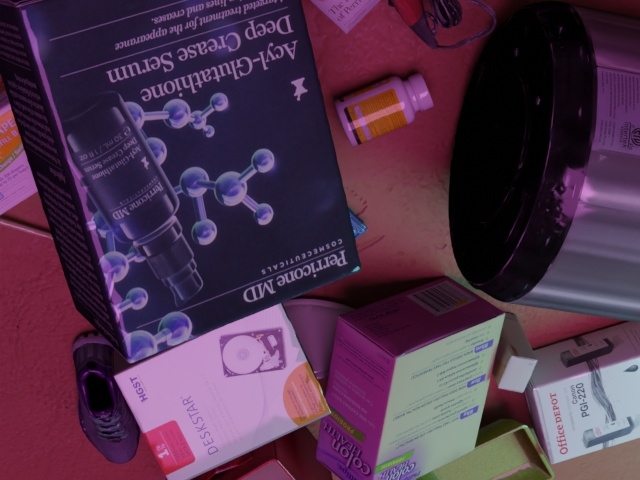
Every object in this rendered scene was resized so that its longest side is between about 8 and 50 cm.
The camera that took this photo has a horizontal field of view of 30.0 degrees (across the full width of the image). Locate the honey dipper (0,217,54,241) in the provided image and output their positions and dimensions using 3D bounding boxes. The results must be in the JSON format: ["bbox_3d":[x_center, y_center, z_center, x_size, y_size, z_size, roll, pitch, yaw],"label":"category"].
[{"bbox_3d":[-0.381,-0.014,1.561,0.160,0.030,0.030,17,116,-22],"label":"honey dipper"}]

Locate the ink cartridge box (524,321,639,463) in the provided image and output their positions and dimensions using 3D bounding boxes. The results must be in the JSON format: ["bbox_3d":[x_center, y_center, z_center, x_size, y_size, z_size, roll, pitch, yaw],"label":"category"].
[{"bbox_3d":[0.417,0.221,1.774,0.217,0.092,0.159,-17,120,3],"label":"ink cartridge box"}]

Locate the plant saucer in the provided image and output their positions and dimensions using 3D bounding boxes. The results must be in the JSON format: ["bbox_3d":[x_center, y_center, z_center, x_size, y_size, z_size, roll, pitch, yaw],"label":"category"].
[{"bbox_3d":[0.245,0.345,1.824,0.188,0.045,0.188,-26,138,7],"label":"plant saucer"}]

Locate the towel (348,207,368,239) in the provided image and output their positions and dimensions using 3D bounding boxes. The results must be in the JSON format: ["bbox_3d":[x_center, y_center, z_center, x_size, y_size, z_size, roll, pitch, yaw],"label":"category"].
[{"bbox_3d":[0.000,0.000,1.621,0.119,0.029,0.067,-40,117,15],"label":"towel"}]

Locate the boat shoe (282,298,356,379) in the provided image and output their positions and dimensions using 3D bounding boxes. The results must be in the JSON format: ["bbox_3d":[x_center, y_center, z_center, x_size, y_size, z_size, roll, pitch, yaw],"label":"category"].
[{"bbox_3d":[-0.080,0.158,1.682,0.319,0.116,0.099,-9,164,-11],"label":"boat shoe"}]

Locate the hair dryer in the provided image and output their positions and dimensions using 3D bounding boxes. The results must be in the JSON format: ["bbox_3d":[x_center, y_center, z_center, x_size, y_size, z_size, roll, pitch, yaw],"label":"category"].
[{"bbox_3d":[0.074,-0.311,1.354,0.293,0.080,0.224,0,121,-9],"label":"hair dryer"}]

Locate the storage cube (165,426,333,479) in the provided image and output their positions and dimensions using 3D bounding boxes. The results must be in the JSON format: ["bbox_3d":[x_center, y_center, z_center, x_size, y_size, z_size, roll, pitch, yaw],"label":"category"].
[{"bbox_3d":[-0.099,0.352,1.714,0.183,0.193,0.215,-31,120,10],"label":"storage cube"}]

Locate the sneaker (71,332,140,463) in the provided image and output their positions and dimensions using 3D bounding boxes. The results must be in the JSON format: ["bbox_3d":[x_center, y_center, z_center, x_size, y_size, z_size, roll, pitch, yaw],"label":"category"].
[{"bbox_3d":[-0.307,0.243,1.675,0.083,0.098,0.224,-11,120,-2],"label":"sneaker"}]

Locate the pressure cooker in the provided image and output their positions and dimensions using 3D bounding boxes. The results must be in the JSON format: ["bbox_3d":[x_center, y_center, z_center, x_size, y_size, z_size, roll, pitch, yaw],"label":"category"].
[{"bbox_3d":[0.399,-0.074,1.439,0.420,0.375,0.370,8,115,-12],"label":"pressure cooker"}]

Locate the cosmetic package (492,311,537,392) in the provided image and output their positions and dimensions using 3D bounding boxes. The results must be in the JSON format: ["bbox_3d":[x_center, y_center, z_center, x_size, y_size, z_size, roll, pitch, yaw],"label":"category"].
[{"bbox_3d":[0.266,0.157,1.700,0.041,0.115,0.060,11,117,-14],"label":"cosmetic package"}]

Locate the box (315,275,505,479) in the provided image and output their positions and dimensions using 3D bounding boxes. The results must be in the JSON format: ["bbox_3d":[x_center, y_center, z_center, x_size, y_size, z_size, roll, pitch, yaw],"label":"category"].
[{"bbox_3d":[0.122,0.201,1.650,0.213,0.117,0.243,-18,127,-38],"label":"box"}]

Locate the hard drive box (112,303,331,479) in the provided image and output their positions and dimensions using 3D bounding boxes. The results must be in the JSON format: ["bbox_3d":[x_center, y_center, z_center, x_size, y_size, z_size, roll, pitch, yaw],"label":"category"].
[{"bbox_3d":[-0.129,0.186,1.562,0.232,0.089,0.181,-25,109,-2],"label":"hard drive box"}]

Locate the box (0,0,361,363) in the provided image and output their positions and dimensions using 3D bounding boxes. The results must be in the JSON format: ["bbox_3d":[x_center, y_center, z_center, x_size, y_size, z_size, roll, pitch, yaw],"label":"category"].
[{"bbox_3d":[-0.163,-0.116,1.323,0.293,0.212,0.396,-22,112,-20],"label":"box"}]

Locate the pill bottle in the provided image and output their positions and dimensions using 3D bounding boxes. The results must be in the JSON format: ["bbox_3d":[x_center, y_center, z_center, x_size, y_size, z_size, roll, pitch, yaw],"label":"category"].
[{"bbox_3d":[0.081,-0.169,1.515,0.116,0.065,0.065,-22,120,5],"label":"pill bottle"}]

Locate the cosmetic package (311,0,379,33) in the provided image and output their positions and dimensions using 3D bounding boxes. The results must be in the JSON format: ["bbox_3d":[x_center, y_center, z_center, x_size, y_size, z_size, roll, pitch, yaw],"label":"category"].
[{"bbox_3d":[0.078,-0.365,1.406,0.099,0.060,0.239,39,108,-24],"label":"cosmetic package"}]

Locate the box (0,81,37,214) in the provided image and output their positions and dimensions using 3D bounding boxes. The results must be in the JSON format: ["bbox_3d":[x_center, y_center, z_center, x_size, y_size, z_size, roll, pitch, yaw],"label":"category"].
[{"bbox_3d":[-0.345,-0.139,1.448,0.203,0.103,0.114,-32,119,10],"label":"box"}]
